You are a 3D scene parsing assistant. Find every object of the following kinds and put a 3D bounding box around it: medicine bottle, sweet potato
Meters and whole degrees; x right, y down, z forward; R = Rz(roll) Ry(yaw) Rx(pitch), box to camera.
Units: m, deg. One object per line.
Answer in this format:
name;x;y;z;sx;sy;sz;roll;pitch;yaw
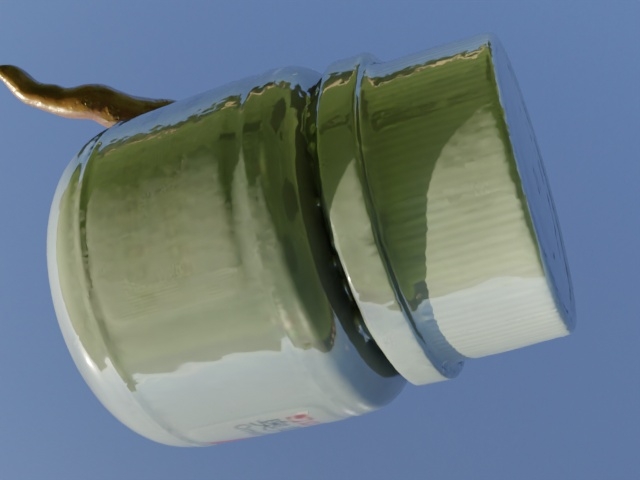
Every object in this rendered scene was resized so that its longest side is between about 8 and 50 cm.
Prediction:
medicine bottle;0.000;0.000;0.606;0.306;0.245;0.245;-16;-116;20
sweet potato;-0.174;-0.110;0.717;0.179;0.044;0.044;9;-115;-16
